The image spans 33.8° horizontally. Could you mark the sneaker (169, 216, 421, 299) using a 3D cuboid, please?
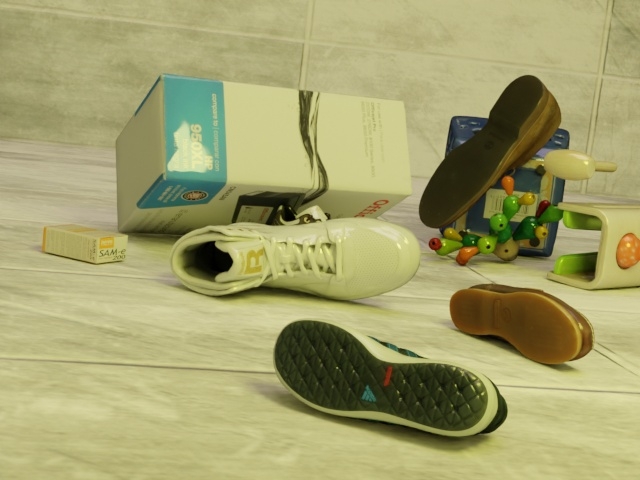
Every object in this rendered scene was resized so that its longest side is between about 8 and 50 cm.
[{"bbox_3d":[-0.039,0.029,1.277,0.292,0.108,0.169,-1,6,26],"label":"sneaker"}]

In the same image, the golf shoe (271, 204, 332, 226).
[{"bbox_3d":[0.000,0.000,1.508,0.198,0.094,0.077,14,10,35],"label":"golf shoe"}]

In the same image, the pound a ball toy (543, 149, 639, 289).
[{"bbox_3d":[0.490,-0.030,1.681,0.319,0.208,0.135,0,11,-41],"label":"pound a ball toy"}]

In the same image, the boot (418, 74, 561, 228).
[{"bbox_3d":[0.294,-0.128,1.785,0.115,0.305,0.112,32,12,-47],"label":"boot"}]

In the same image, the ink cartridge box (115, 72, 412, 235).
[{"bbox_3d":[-0.094,-0.115,1.645,0.394,0.166,0.285,2,-16,-24],"label":"ink cartridge box"}]

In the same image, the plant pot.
[{"bbox_3d":[0.341,-0.093,1.960,0.235,0.236,0.212,7,15,7],"label":"plant pot"}]

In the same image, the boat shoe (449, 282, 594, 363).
[{"bbox_3d":[0.232,0.085,1.164,0.073,0.073,0.207,-1,11,-30],"label":"boat shoe"}]

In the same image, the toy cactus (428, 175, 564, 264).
[{"bbox_3d":[0.293,-0.013,1.743,0.219,0.112,0.180,-27,-24,7],"label":"toy cactus"}]

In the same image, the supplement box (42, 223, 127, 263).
[{"bbox_3d":[-0.319,0.004,1.426,0.098,0.036,0.062,11,9,29],"label":"supplement box"}]

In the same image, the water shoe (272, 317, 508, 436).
[{"bbox_3d":[0.053,0.121,0.866,0.203,0.073,0.080,16,-10,31],"label":"water shoe"}]
